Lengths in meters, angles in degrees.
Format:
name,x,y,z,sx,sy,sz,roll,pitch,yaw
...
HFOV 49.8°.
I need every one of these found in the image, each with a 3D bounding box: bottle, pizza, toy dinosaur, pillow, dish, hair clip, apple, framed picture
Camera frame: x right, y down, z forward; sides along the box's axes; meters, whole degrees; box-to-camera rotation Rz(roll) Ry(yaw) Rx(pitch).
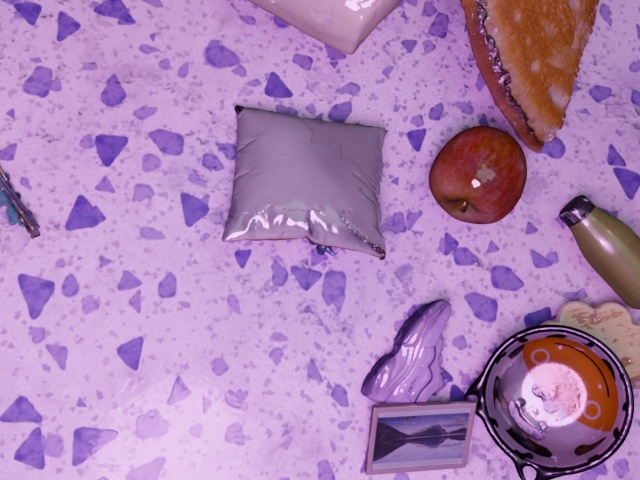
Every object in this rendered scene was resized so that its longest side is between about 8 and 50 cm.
name,x,y,z,sx,sy,sz,roll,pitch,yaw
bottle,0.611,0.019,1.443,0.112,0.112,0.260,-43,89,-16
pizza,0.412,-0.455,1.429,0.392,0.080,0.434,26,77,-33
toy dinosaur,0.000,0.000,1.352,0.030,0.047,0.083,-39,87,-17
pillow,-0.023,-0.116,1.317,0.313,0.119,0.310,7,63,-8
dish,0.443,0.300,1.323,0.303,0.120,0.302,-2,85,17
hair clip,-0.565,-0.075,1.252,0.049,0.049,0.173,-33,82,-16
apple,0.315,-0.131,1.372,0.188,0.188,0.173,30,67,-5
framed picture,0.188,0.370,1.297,0.203,0.015,0.150,1,110,-12

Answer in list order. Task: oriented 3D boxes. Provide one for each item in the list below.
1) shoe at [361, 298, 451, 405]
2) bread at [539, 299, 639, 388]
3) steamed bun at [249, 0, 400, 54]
name,x,y,z,sx,sy,sz,roll,pitch,yaw
shoe,0.198,0.232,1.329,0.138,0.095,0.245,39,78,-6
bread,0.560,0.214,1.411,0.251,0.039,0.181,0,77,2
steamed bun,0.039,-0.632,1.344,0.371,0.290,0.455,26,105,-5
